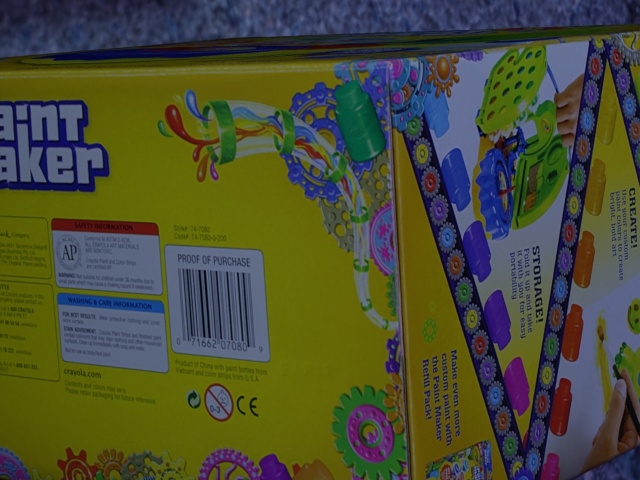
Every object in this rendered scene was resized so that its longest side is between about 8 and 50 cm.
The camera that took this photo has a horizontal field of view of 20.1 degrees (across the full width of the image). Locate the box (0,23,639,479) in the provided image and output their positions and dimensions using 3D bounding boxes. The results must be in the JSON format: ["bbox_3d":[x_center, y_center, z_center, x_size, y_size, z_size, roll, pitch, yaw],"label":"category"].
[{"bbox_3d":[0.000,0.000,0.799,0.279,0.290,0.177,-13,102,-51],"label":"box"}]
